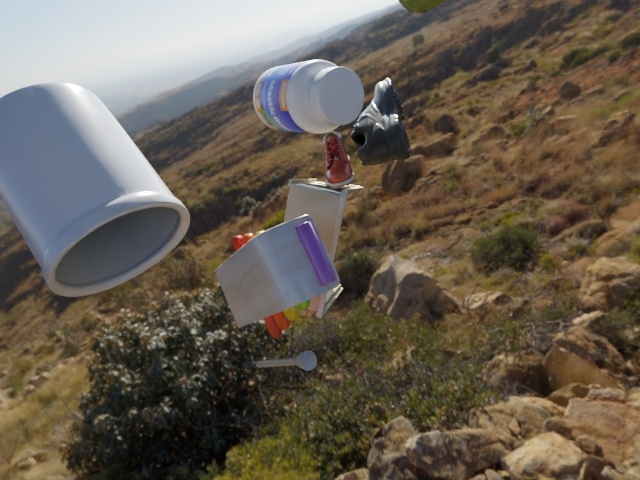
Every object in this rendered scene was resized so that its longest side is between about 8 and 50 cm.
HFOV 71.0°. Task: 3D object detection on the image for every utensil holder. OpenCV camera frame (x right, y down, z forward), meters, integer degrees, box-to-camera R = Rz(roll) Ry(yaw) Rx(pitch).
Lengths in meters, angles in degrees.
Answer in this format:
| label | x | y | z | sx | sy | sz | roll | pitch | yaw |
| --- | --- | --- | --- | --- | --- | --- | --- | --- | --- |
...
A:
| label | x | y | z | sx | sy | sz | roll | pitch | yaw |
| --- | --- | --- | --- | --- | --- | --- | --- | --- | --- |
| utensil holder | -0.550 | -0.119 | 1.045 | 0.328 | 0.327 | 0.385 | -30 | 74 | -30 |

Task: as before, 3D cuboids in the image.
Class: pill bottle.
| label | x | y | z | sx | sy | sz | roll | pitch | yaw |
| --- | --- | --- | --- | --- | --- | --- | --- | --- | --- |
| pill bottle | -0.029 | -0.315 | 0.993 | 0.152 | 0.152 | 0.272 | -26 | 26 | -24 |

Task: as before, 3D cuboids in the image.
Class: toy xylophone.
| label | x | y | z | sx | sy | sz | roll | pitch | yaw |
| --- | --- | --- | --- | --- | --- | --- | --- | --- | --- |
| toy xylophone | -0.082 | 0.093 | 0.748 | 0.081 | 0.236 | 0.323 | -20 | 2 | -32 |

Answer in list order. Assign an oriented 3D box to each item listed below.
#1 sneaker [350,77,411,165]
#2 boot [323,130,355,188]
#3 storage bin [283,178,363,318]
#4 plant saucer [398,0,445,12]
| label | x | y | z | sx | sy | sz | roll | pitch | yaw |
| --- | --- | --- | --- | --- | --- | --- | --- | --- | --- |
| sneaker | 0.135 | -0.286 | 1.072 | 0.130 | 0.109 | 0.286 | -17 | 42 | 21 |
| boot | 0.030 | -0.163 | 0.904 | 0.059 | 0.084 | 0.157 | -14 | 33 | 7 |
| storage bin | 0.000 | 0.000 | 1.010 | 0.123 | 0.262 | 0.260 | 13 | 11 | 12 |
| plant saucer | 0.168 | -0.477 | 0.672 | 0.037 | 0.240 | 0.241 | 2 | 18 | -28 |
